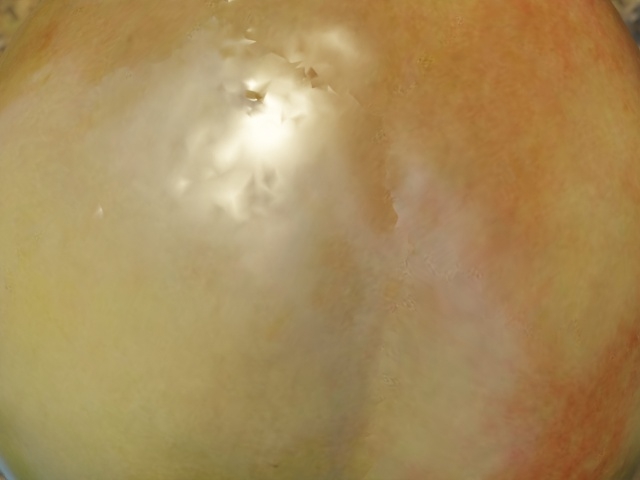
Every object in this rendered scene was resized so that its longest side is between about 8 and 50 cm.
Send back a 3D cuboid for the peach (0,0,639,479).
[{"bbox_3d":[0.001,0.000,0.709,0.292,0.292,0.247,52,-158,-2],"label":"peach"}]
